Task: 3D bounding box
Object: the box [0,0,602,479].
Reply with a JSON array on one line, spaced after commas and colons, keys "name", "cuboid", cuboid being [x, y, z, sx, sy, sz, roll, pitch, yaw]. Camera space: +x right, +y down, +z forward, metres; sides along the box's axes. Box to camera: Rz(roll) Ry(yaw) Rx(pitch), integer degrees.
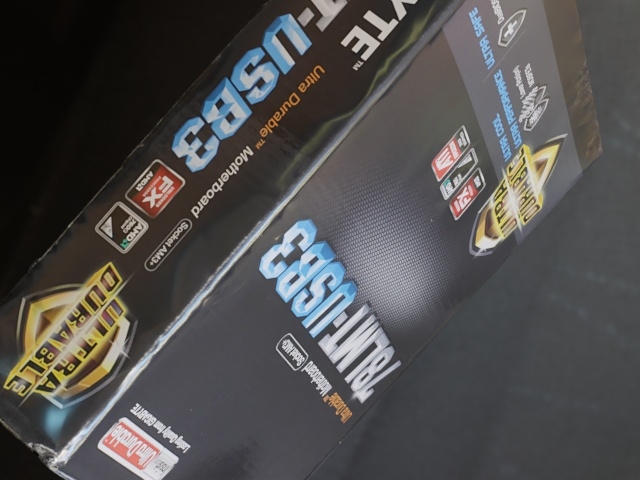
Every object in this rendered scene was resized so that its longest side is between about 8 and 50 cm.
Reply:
[{"name": "box", "cuboid": [0.000, 0.000, 0.872, 0.073, 0.293, 0.295, 38, -8, 20]}]
